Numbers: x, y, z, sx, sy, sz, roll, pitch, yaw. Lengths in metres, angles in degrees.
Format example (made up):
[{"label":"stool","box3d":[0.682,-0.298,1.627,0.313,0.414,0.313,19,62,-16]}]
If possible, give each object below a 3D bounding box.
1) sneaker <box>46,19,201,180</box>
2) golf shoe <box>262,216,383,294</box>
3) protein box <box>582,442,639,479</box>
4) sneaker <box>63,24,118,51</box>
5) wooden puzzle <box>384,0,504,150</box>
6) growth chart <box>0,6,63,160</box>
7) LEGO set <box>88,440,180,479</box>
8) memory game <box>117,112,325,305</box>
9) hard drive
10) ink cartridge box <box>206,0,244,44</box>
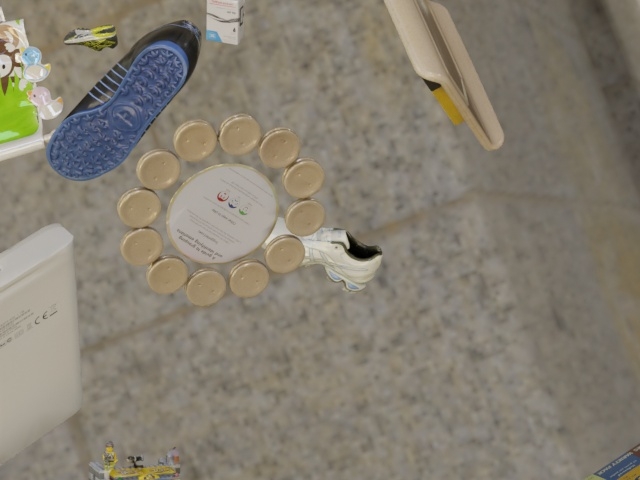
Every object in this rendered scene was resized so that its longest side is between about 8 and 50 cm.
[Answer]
[{"label":"sneaker","box3d":[-0.212,-0.155,1.654,0.232,0.081,0.090,-37,16,31]},{"label":"golf shoe","box3d":[0.000,0.000,1.944,0.176,0.069,0.086,22,-41,-17]},{"label":"protein box","box3d":[0.377,0.327,1.497,0.136,0.201,0.200,-30,11,-13]},{"label":"sneaker","box3d":[-0.335,-0.291,2.177,0.083,0.035,0.031,-5,39,14]},{"label":"wooden puzzle","box3d":[0.120,-0.225,1.681,0.044,0.221,0.238,-28,-26,15]},{"label":"growth chart","box3d":[-0.407,-0.193,1.760,0.172,0.237,0.021,-24,-15,1]},{"label":"LEGO set","box3d":[-0.248,0.321,1.593,0.331,0.192,0.255,0,3,-15]},{"label":"memory game","box3d":[-0.082,-0.024,1.261,0.186,0.186,0.012,-19,36,-9]},{"label":"hard drive","box3d":[-0.353,0.138,1.637,0.203,0.040,0.307,-35,-29,-31]},{"label":"ink cartridge box","box3d":[-0.134,-0.322,2.095,0.048,0.083,0.028,10,31,12]}]
